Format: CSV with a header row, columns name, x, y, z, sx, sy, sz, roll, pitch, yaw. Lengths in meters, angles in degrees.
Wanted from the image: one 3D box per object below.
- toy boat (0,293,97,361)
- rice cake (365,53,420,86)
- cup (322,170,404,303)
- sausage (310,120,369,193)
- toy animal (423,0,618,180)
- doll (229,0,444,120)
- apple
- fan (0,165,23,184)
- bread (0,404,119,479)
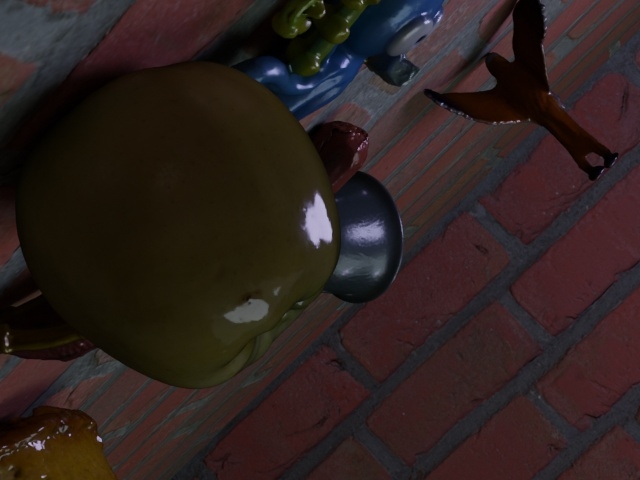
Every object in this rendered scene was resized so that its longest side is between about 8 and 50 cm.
name,x,y,z,sx,sy,sz,roll,pitch,yaw
toy boat,-0.210,0.032,1.238,0.318,0.099,0.141,-38,-149,-26
rice cake,0.075,-0.198,1.357,0.042,0.030,0.180,-45,-164,5
cup,0.000,0.000,1.785,0.150,0.199,0.199,-6,146,-45
sausage,0.004,-0.097,1.594,0.141,0.076,0.076,-48,169,25
toy animal,0.355,-0.210,1.903,0.225,0.284,0.302,-47,169,14
doll,0.020,-0.179,1.193,0.341,0.099,0.346,-46,174,22
apple,-0.106,-0.015,0.994,0.262,0.262,0.262,-41,171,-8
fan,-0.309,-0.010,0.868,0.190,0.009,0.329,-50,168,33
bread,-0.424,0.391,1.608,0.398,0.215,0.398,-38,166,-12
